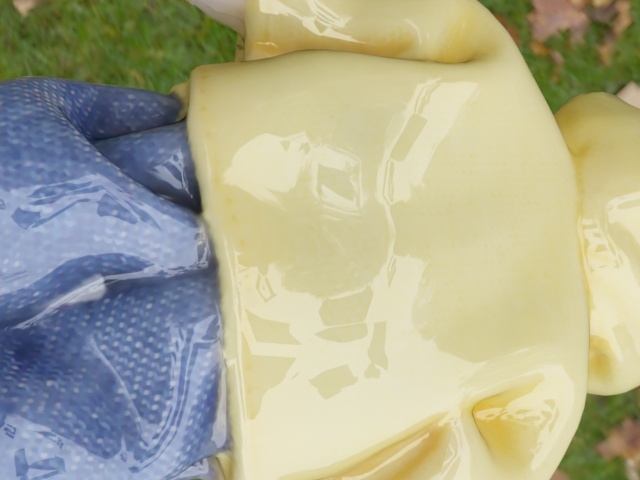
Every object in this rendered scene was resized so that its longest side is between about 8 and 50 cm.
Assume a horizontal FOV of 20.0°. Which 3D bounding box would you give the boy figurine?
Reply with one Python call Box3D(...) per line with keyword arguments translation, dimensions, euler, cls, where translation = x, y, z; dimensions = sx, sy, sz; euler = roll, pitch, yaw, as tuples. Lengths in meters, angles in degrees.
Box3D(translation=(0.000, 0.000, 0.449), dimensions=(0.285, 0.177, 0.092), euler=(-9, 171, -30), cls="boy figurine")
